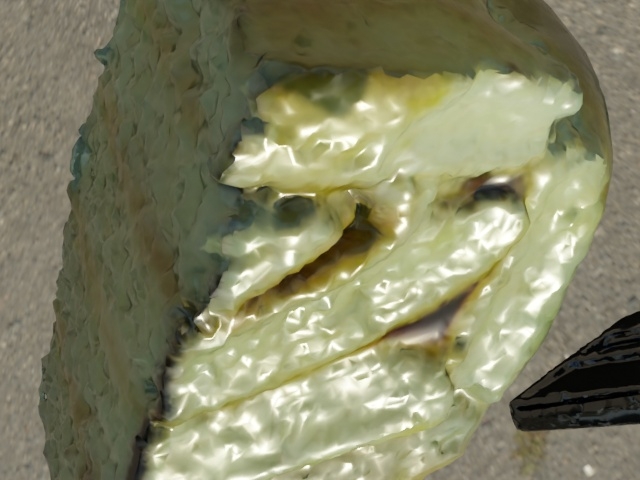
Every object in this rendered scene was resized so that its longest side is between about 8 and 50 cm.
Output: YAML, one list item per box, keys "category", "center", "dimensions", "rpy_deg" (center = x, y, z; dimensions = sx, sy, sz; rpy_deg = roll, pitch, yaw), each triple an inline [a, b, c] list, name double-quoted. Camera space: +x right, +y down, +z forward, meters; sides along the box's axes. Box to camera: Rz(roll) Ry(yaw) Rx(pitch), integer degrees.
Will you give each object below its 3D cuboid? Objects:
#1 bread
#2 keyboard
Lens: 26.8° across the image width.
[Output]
- category: "bread"
  center: [0.002, 0.007, 0.758]
  dimensions: [0.264, 0.239, 0.395]
  rpy_deg: [0, 127, -27]
- category: "keyboard"
  center: [0.162, 0.019, 0.335]
  dimensions: [0.087, 0.250, 0.017]
  rpy_deg: [-28, 98, -44]
